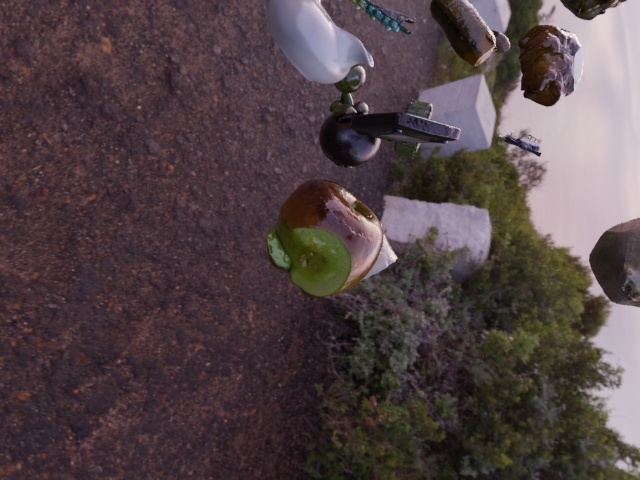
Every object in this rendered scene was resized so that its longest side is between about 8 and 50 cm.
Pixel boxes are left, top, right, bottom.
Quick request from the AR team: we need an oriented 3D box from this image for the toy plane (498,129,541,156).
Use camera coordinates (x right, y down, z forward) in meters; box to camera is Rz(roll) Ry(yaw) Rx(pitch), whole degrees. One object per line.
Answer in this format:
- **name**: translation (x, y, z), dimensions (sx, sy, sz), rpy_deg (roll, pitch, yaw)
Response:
- **toy plane**: translation (0.875, -0.429, 1.852), dimensions (0.078, 0.197, 0.053), rpy_deg (-41, 156, -35)

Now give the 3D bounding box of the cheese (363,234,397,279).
- **cheese**: translation (0.135, 0.072, 1.700), dimensions (0.153, 0.293, 0.332), rpy_deg (62, -3, 1)

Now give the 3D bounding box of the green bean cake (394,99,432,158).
- **green bean cake**: translation (0.398, -0.477, 1.841), dimensions (0.200, 0.113, 0.214), rpy_deg (70, 40, -78)

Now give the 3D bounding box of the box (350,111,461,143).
- **box**: translation (0.286, -0.383, 1.462), dimensions (0.290, 0.289, 0.073), rpy_deg (4, 99, -32)

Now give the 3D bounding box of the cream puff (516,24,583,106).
- **cream puff**: translation (0.709, -0.542, 1.310), dimensions (0.269, 0.155, 0.240), rpy_deg (-30, 110, -45)

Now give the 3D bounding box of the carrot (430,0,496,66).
- **carrot**: translation (0.309, -0.464, 0.925), dimensions (0.082, 0.082, 0.173), rpy_deg (-26, 78, -51)

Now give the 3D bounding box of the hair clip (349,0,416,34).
- **hair clip**: translation (0.126, -0.492, 0.919), dimensions (0.173, 0.049, 0.049), rpy_deg (23, 63, -11)

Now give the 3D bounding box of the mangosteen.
- **mangosteen**: translation (0.134, -0.488, 1.958), dimensions (0.311, 0.312, 0.310), rpy_deg (9, 78, -51)

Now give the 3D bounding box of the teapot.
- **teapot**: translation (-0.015, -0.424, 0.848), dimensions (0.297, 0.139, 0.204), rpy_deg (59, 23, 11)

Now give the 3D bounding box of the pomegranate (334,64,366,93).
- **pomegranate**: translation (0.106, -0.646, 1.630), dimensions (0.129, 0.130, 0.159), rpy_deg (-28, 111, -50)

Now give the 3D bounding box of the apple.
- **apple**: translation (0.000, 0.000, 1.344), dimensions (0.384, 0.375, 0.373), rpy_deg (14, 74, -53)

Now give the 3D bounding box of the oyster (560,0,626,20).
- **oyster**: translation (0.544, -0.576, 0.907), dimensions (0.232, 0.162, 0.107), rpy_deg (49, 65, -13)

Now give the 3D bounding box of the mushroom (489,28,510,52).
- **mushroom**: translation (0.723, -0.871, 1.852), dimensions (0.072, 0.209, 0.094), rpy_deg (-30, 134, -12)

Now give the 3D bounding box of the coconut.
- **coconut**: translation (0.613, 0.041, 0.799), dimensions (0.195, 0.195, 0.194), rpy_deg (9, 78, -51)
